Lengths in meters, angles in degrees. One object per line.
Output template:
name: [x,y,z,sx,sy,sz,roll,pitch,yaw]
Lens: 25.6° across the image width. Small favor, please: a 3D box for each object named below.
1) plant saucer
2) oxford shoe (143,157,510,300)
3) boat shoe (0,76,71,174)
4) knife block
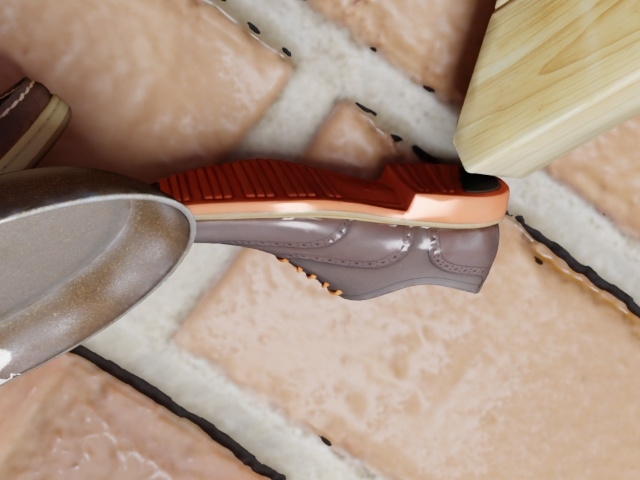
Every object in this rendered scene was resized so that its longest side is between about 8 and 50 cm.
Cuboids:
plant saucer: [-0.228,0.036,0.896,0.311,0.310,0.050,-26,75,-3]
oxford shoe: [0.000,0.000,1.008,0.271,0.097,0.098,2,112,-8]
boat shoe: [-0.330,-0.023,0.934,0.342,0.123,0.123,-32,108,5]
knife block: [0.239,-0.144,0.941,0.088,0.242,0.275,3,107,-54]
